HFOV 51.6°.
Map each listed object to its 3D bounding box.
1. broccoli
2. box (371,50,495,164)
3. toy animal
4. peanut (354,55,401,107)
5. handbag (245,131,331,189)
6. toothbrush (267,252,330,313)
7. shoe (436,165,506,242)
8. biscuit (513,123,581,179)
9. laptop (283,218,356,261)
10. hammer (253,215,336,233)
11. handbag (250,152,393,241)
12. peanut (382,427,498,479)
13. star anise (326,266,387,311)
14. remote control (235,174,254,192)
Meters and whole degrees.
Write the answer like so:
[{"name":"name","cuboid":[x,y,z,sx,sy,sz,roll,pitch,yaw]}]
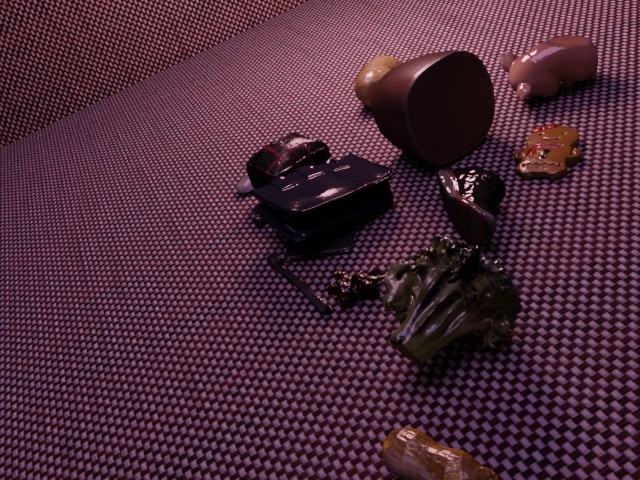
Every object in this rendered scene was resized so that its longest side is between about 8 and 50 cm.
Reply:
[{"name":"broccoli","cuboid":[0.217,0.113,1.226,0.263,0.247,0.243,32,65,24]},{"name":"box","cuboid":[0.292,-0.365,1.803,0.301,0.300,0.216,-35,29,-18]},{"name":"toy animal","cuboid":[0.650,-0.486,1.859,0.250,0.154,0.166,-22,43,6]},{"name":"peanut","cuboid":[0.197,-0.536,2.209,0.137,0.122,0.253,3,37,18]},{"name":"handbag","cuboid":[-0.086,-0.213,1.897,0.215,0.155,0.169,-36,41,-24]},{"name":"toothbrush","cuboid":[-0.054,0.098,1.576,0.031,0.030,0.297,-24,33,-20]},{"name":"shoe","cuboid":[0.365,-0.093,1.537,0.137,0.114,0.291,-15,32,2]},{"name":"biscuit","cuboid":[0.573,-0.229,1.661,0.166,0.036,0.225,5,43,35]},{"name":"laptop","cuboid":[0.000,0.000,1.689,0.180,0.016,0.129,-8,37,18]},{"name":"hammer","cuboid":[-0.067,-0.043,1.753,0.292,0.029,0.058,13,42,44]},{"name":"handbag","cuboid":[0.001,-0.120,1.730,0.326,0.118,0.269,-21,32,-24]},{"name":"peanut","cuboid":[0.184,0.361,1.045,0.207,0.087,0.087,15,49,43]},{"name":"star anise","cuboid":[0.104,0.094,1.463,0.191,0.070,0.097,-9,35,15]},{"name":"remote control","cuboid":[-0.165,-0.216,2.039,0.229,0.044,0.073,-35,31,-14]}]
